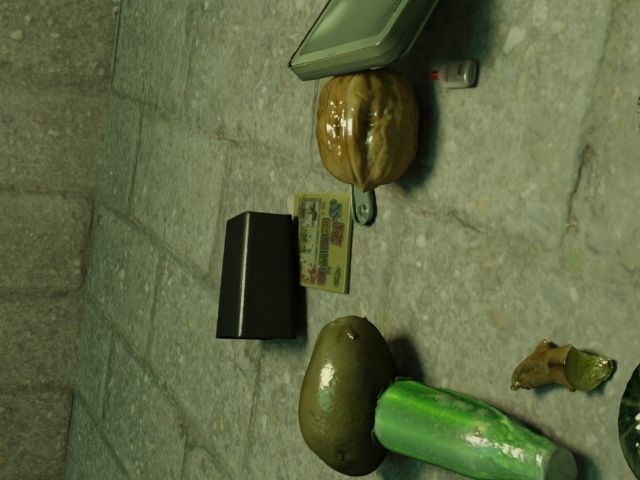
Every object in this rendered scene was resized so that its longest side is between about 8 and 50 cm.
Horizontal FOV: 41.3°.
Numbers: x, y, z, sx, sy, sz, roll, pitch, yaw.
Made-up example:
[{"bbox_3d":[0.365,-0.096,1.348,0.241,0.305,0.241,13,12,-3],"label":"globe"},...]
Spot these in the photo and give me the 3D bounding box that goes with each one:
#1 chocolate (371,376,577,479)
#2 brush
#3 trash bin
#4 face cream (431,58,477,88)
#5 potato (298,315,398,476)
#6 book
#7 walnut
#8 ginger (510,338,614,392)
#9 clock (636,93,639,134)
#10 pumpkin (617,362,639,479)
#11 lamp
[{"bbox_3d":[0.188,0.247,1.055,0.291,0.110,0.110,5,92,57],"label":"chocolate"},{"bbox_3d":[0.040,-0.168,1.379,0.068,0.060,0.296,-29,63,53],"label":"brush"},{"bbox_3d":[-0.119,0.069,1.564,0.165,0.115,0.225,162,110,-68],"label":"trash bin"},{"bbox_3d":[0.183,-0.230,1.176,0.083,0.021,0.040,16,101,59],"label":"face cream"},{"bbox_3d":[0.043,0.226,1.238,0.178,0.160,0.235,-177,87,-68],"label":"potato"},{"bbox_3d":[0.000,0.000,1.481,0.192,0.013,0.168,6,92,59],"label":"book"},{"bbox_3d":[0.068,-0.161,1.246,0.155,0.155,0.184,-3,86,60],"label":"walnut"},{"bbox_3d":[0.270,0.145,0.974,0.137,0.044,0.057,-19,89,60],"label":"ginger"},{"bbox_3d":[0.357,-0.132,0.878,0.074,0.010,0.083,1,89,60],"label":"clock"},{"bbox_3d":[0.345,0.162,0.759,0.167,0.125,0.167,-13,74,57],"label":"pumpkin"},{"bbox_3d":[0.087,-0.351,1.210,0.269,0.047,0.266,7,64,59],"label":"lamp"}]
